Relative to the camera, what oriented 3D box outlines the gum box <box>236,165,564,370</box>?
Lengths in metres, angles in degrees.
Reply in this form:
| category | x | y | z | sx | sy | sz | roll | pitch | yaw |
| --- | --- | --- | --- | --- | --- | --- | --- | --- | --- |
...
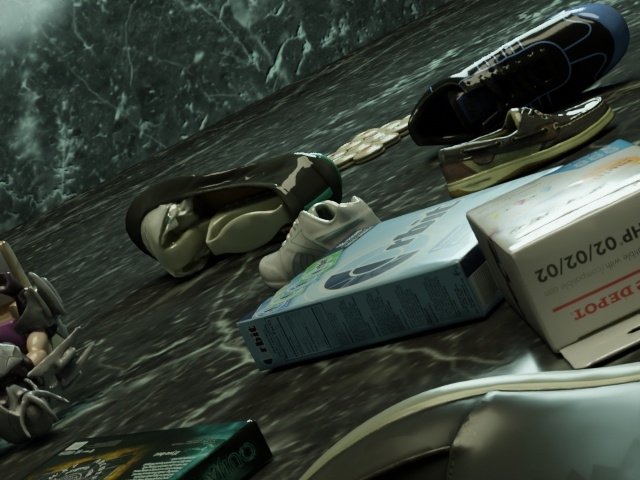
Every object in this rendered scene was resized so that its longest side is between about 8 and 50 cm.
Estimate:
| category | x | y | z | sx | sy | sz | roll | pitch | yaw |
| --- | --- | --- | --- | --- | --- | --- | --- | --- | --- |
| gum box | 0.060 | 0.019 | 1.002 | 0.184 | 0.041 | 0.157 | -17 | 14 | 38 |

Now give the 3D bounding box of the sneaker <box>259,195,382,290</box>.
| category | x | y | z | sx | sy | sz | roll | pitch | yaw |
| --- | --- | --- | --- | --- | --- | --- | --- | --- | --- |
| sneaker | 0.000 | 0.000 | 1.193 | 0.054 | 0.061 | 0.152 | -36 | 13 | -38 |

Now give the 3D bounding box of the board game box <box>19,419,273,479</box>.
| category | x | y | z | sx | sy | sz | roll | pitch | yaw |
| --- | --- | --- | --- | --- | --- | --- | --- | --- | --- |
| board game box | -0.129 | 0.148 | 0.854 | 0.126 | 0.026 | 0.186 | -34 | 13 | -39 |

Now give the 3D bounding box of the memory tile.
| category | x | y | z | sx | sy | sz | roll | pitch | yaw |
| --- | --- | --- | --- | --- | --- | --- | --- | --- | --- |
| memory tile | 0.053 | -0.110 | 1.756 | 0.113 | 0.012 | 0.148 | -18 | 13 | 39 |

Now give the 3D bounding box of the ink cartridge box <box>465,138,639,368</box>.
| category | x | y | z | sx | sy | sz | roll | pitch | yaw |
| --- | --- | --- | --- | --- | --- | --- | --- | --- | --- |
| ink cartridge box | 0.149 | 0.002 | 0.811 | 0.104 | 0.061 | 0.181 | -26 | 10 | 0 |

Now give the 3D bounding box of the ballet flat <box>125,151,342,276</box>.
| category | x | y | z | sx | sy | sz | roll | pitch | yaw |
| --- | --- | --- | --- | --- | --- | --- | --- | --- | --- |
| ballet flat | -0.106 | -0.021 | 1.481 | 0.280 | 0.095 | 0.096 | -18 | 25 | 38 |

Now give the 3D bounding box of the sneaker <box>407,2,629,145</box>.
| category | x | y | z | sx | sy | sz | roll | pitch | yaw |
| --- | --- | --- | --- | --- | --- | --- | --- | --- | --- |
| sneaker | 0.185 | -0.148 | 1.456 | 0.232 | 0.081 | 0.090 | -26 | 10 | 39 |

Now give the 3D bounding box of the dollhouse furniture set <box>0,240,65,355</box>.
| category | x | y | z | sx | sy | sz | roll | pitch | yaw |
| --- | --- | --- | --- | --- | --- | --- | --- | --- | --- |
| dollhouse furniture set | -0.433 | 0.109 | 1.310 | 0.286 | 0.198 | 0.303 | -21 | 12 | 27 |

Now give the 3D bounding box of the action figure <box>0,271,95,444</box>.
| category | x | y | z | sx | sy | sz | roll | pitch | yaw |
| --- | --- | --- | --- | --- | --- | --- | --- | --- | --- |
| action figure | -0.299 | 0.086 | 1.173 | 0.285 | 0.099 | 0.185 | 23 | 40 | 34 |

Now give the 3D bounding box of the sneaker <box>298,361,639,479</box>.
| category | x | y | z | sx | sy | sz | roll | pitch | yaw |
| --- | --- | --- | --- | --- | --- | --- | --- | --- | --- |
| sneaker | 0.068 | 0.096 | 0.473 | 0.222 | 0.083 | 0.118 | -21 | 12 | 21 |

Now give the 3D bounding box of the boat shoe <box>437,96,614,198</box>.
| category | x | y | z | sx | sy | sz | roll | pitch | yaw |
| --- | --- | --- | --- | --- | --- | --- | --- | --- | --- |
| boat shoe | 0.167 | -0.085 | 1.239 | 0.152 | 0.049 | 0.056 | -27 | 10 | -11 |
